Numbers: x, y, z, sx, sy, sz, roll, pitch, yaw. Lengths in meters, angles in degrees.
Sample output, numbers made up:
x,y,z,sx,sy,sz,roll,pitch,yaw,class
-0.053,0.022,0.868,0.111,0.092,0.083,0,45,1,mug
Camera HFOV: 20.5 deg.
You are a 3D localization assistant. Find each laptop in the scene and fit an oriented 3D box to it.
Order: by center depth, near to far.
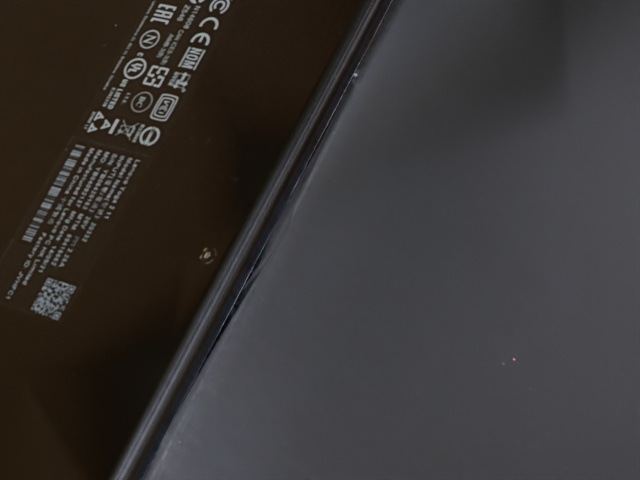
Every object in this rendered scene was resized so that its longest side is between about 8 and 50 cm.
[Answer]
x,y,z,sx,sy,sz,roll,pitch,yaw,class
0.000,0.000,0.609,0.382,0.408,0.236,-63,146,-19,laptop
